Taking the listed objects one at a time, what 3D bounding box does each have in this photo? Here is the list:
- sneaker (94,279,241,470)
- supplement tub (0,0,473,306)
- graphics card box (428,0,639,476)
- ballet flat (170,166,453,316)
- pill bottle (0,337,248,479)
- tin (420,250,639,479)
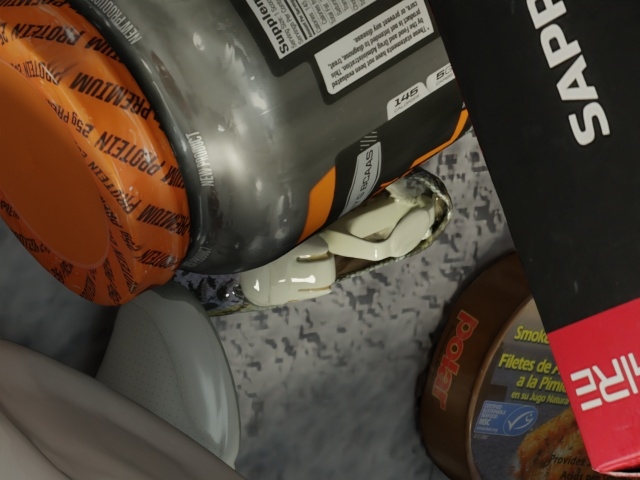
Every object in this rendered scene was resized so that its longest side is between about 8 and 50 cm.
[{"bbox_3d":[-0.067,0.086,0.613,0.061,0.053,0.152,0,109,-39],"label":"sneaker"},{"bbox_3d":[-0.007,-0.067,0.554,0.190,0.117,0.117,-33,128,-26],"label":"supplement tub"},{"bbox_3d":[0.116,-0.144,0.515,0.233,0.094,0.371,-15,83,-37],"label":"graphics card box"},{"bbox_3d":[0.000,0.000,0.645,0.114,0.041,0.041,-22,122,-34],"label":"ballet flat"},{"bbox_3d":[-0.119,0.176,0.518,0.162,0.162,0.278,29,97,-45],"label":"pill bottle"},{"bbox_3d":[0.115,0.058,0.778,0.189,0.040,0.106,11,104,-44],"label":"tin"}]
